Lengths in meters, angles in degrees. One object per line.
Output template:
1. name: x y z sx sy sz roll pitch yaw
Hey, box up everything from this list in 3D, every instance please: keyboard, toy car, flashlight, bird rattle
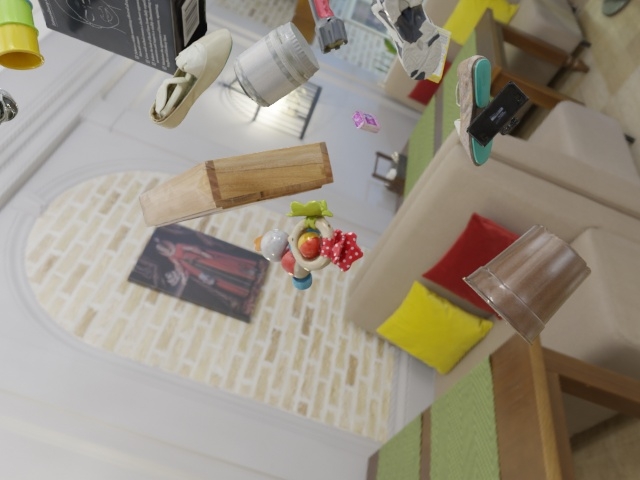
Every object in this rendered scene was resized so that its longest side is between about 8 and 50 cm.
1. keyboard: 0.506 -0.348 1.480 0.180 0.108 0.023 -48 17 14
2. toy car: -0.115 0.012 1.813 0.210 0.237 0.219 -56 -23 -37
3. flashlight: 0.007 -0.703 1.488 0.103 0.103 0.305 -57 -50 -86
4. bird rattle: 0.000 0.000 1.557 0.143 0.254 0.207 -17 -25 -52

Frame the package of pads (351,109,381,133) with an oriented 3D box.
1. package of pads: 0.130 -0.331 1.467 0.032 0.083 0.050 -40 63 36

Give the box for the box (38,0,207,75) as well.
1. box: -0.515 -0.658 1.360 0.294 0.395 0.212 115 175 -64

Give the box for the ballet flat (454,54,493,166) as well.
1. ballet flat: 0.449 -0.381 1.553 0.106 0.107 0.317 24 123 54

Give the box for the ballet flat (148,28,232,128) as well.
1. ballet flat: -0.271 -0.328 1.062 0.248 0.086 0.086 -49 15 24

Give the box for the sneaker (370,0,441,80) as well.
1. sneaker: 0.175 -0.464 1.107 0.094 0.235 0.153 -30 46 17

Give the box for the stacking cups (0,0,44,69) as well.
1. stacking cups: -0.667 -0.538 1.133 0.096 0.095 0.317 150 111 -78

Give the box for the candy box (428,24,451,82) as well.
1. candy box: 0.324 -0.565 1.560 0.027 0.105 0.206 116 173 -62

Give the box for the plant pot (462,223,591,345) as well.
1. plant pot: 0.372 0.070 0.935 0.165 0.167 0.167 -46 11 8

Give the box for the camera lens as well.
1. camera lens: -0.169 -0.651 1.966 0.274 0.219 0.219 -29 22 17

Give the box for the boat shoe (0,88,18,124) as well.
1. boat shoe: -0.887 -0.349 1.386 0.113 0.105 0.306 -39 1 -4

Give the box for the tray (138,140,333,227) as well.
1. tray: -0.173 -0.088 0.940 0.410 0.202 0.076 -3 100 59
